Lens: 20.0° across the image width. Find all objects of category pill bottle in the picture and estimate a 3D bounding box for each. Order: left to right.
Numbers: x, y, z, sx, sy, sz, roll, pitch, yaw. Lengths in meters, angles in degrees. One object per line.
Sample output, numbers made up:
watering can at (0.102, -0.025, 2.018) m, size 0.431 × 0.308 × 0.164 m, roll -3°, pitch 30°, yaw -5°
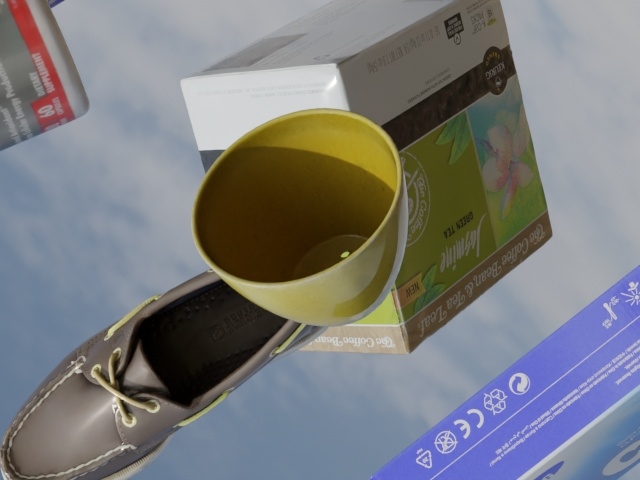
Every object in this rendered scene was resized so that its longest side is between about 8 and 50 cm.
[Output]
pill bottle at (-0.361, -0.130, 1.588) m, size 0.161 × 0.283 × 0.161 m, roll 156°, pitch 90°, yaw -84°

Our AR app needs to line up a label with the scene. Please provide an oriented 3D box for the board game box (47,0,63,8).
board game box at (-0.339, -0.394, 2.173) m, size 0.317 × 0.046 × 0.213 m, roll -46°, pitch -55°, yaw -53°

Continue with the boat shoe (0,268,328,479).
boat shoe at (-0.130, 0.104, 1.482) m, size 0.116 × 0.324 × 0.097 m, roll 58°, pitch 178°, yaw 12°

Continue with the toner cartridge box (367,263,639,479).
toner cartridge box at (0.213, 0.107, 1.311) m, size 0.075 × 0.348 × 0.165 m, roll 56°, pitch -168°, yaw 26°

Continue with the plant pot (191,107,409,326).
plant pot at (0.000, 0.000, 1.121) m, size 0.095 × 0.134 × 0.134 m, roll 61°, pitch -170°, yaw -48°

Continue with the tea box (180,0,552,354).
tea box at (0.061, -0.086, 1.998) m, size 0.329 × 0.220 × 0.323 m, roll -35°, pitch -63°, yaw -47°
